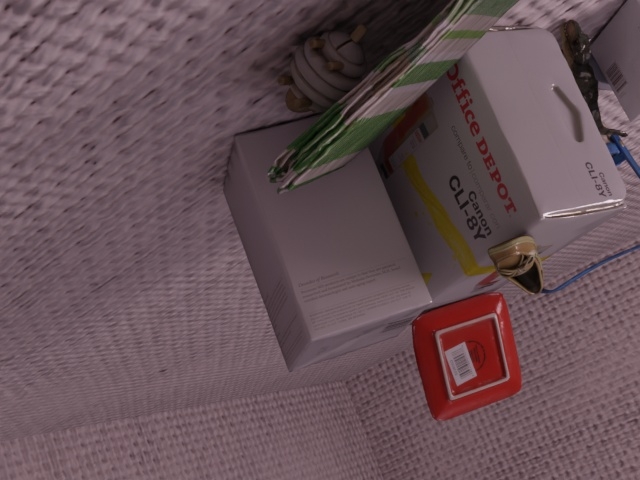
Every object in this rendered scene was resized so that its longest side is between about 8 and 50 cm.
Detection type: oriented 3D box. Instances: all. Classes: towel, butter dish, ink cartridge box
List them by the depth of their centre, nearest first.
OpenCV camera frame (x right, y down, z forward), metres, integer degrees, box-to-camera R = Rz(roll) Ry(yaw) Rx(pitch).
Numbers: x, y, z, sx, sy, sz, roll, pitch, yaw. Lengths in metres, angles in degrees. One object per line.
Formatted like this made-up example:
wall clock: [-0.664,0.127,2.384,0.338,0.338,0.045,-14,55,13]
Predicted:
towel: [0.093,-0.184,1.019,0.325,0.038,0.248,-43,175,23]
ink cartridge box: [0.197,-0.079,1.270,0.160,0.279,0.384,-10,160,-31]
butter dish: [0.199,0.165,1.346,0.160,0.160,0.118,-16,-173,-20]

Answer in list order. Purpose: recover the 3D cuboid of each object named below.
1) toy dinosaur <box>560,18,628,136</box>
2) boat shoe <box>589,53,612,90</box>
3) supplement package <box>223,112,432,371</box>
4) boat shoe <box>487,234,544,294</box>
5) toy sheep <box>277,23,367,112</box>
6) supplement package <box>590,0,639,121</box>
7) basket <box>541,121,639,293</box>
toy dinosaur: [0.365,-0.220,1.333,0.118,0.064,0.268,11,160,35]
boat shoe: [0.493,-0.273,1.402,0.228,0.080,0.076,-24,164,-20]
supplement package: [0.000,0.000,1.233,0.175,0.293,0.177,-16,164,-17]
boat shoe: [0.244,0.032,1.106,0.056,0.048,0.153,-22,160,14]
toy sheep: [0.007,-0.190,1.007,0.132,0.091,0.091,-39,157,33]
supplement package: [0.543,-0.285,1.298,0.244,0.139,0.134,-17,162,-18]
basket: [0.405,-0.086,1.490,0.255,0.289,0.201,-32,162,33]
